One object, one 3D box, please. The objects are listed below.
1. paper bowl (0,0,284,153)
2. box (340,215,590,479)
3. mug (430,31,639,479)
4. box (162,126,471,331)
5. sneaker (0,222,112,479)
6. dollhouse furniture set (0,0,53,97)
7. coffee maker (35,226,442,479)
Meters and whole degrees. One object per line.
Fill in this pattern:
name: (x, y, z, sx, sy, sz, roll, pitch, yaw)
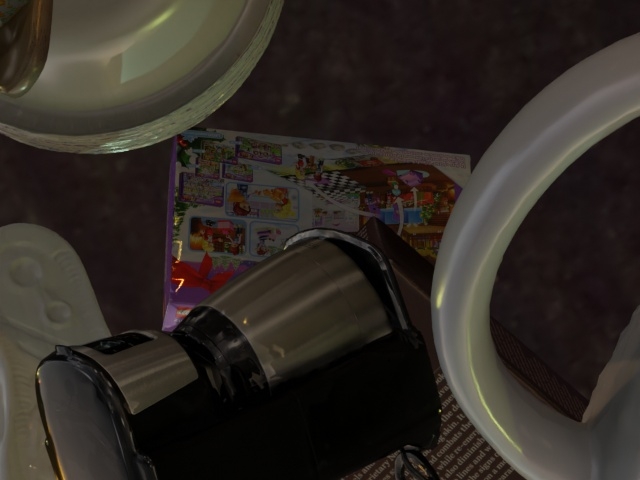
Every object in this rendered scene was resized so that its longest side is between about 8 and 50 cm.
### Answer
paper bowl: (-0.164, -0.207, 1.303, 0.284, 0.284, 0.148, 59, 177, 4)
box: (0.126, 0.179, 1.703, 0.381, 0.143, 0.191, 41, 102, -16)
mug: (0.220, 0.054, 0.772, 0.374, 0.276, 0.328, 30, 118, -19)
box: (0.000, 0.000, 1.812, 0.057, 0.293, 0.201, 108, 165, -56)
sneaker: (-0.207, 0.169, 1.431, 0.236, 0.130, 0.322, 117, 138, -56)
dollhouse furniture set: (-0.292, -0.082, 1.003, 0.242, 0.212, 0.161, -34, 45, 40)
coffee maker: (-0.033, 0.100, 0.959, 0.171, 0.178, 0.120, 59, 148, 6)
